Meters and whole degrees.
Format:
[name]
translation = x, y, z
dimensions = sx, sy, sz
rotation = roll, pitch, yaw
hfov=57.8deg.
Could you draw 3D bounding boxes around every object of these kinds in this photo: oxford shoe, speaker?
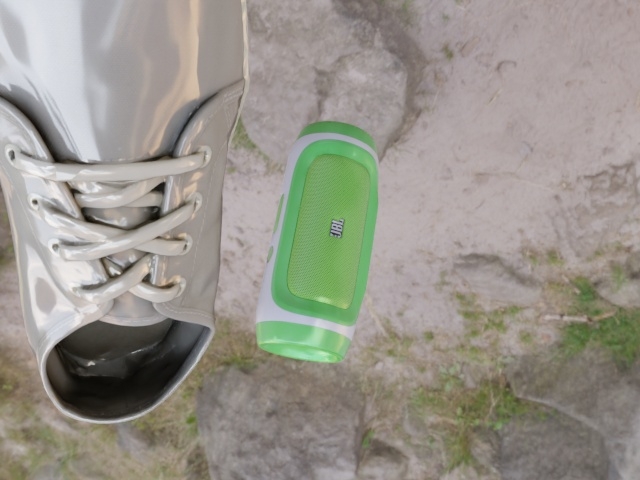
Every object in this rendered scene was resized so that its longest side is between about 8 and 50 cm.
[oxford shoe]
translation = -0.126, -0.033, 0.370
dimensions = 0.169, 0.130, 0.449
rotation = -4, 134, -22
[speaker]
translation = 0.000, 0.000, 0.753
dimensions = 0.131, 0.296, 0.131
rotation = 9, 160, 3
